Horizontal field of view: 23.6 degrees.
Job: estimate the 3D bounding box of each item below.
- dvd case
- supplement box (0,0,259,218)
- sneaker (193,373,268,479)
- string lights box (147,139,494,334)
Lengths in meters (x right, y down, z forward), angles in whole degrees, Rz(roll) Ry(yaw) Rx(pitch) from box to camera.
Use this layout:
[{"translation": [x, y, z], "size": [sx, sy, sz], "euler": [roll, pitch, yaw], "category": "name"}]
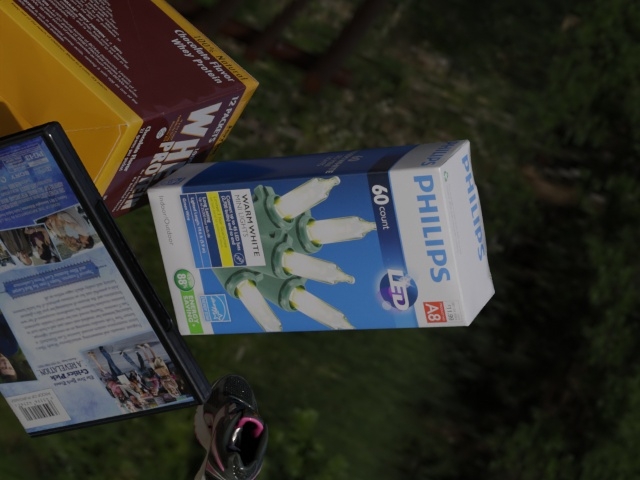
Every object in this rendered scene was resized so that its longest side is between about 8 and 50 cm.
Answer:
[{"translation": [-0.213, 0.038, 1.179], "size": [0.253, 0.180, 0.022], "euler": [63, 31, -23], "category": "dvd case"}, {"translation": [-0.198, -0.130, 1.317], "size": [0.194, 0.191, 0.129], "euler": [-28, 157, -56], "category": "supplement box"}, {"translation": [-0.077, 0.190, 1.505], "size": [0.077, 0.072, 0.178], "euler": [-56, -157, 30], "category": "sneaker"}, {"translation": [0.000, 0.000, 1.244], "size": [0.077, 0.260, 0.133], "euler": [-40, 122, -58], "category": "string lights box"}]
